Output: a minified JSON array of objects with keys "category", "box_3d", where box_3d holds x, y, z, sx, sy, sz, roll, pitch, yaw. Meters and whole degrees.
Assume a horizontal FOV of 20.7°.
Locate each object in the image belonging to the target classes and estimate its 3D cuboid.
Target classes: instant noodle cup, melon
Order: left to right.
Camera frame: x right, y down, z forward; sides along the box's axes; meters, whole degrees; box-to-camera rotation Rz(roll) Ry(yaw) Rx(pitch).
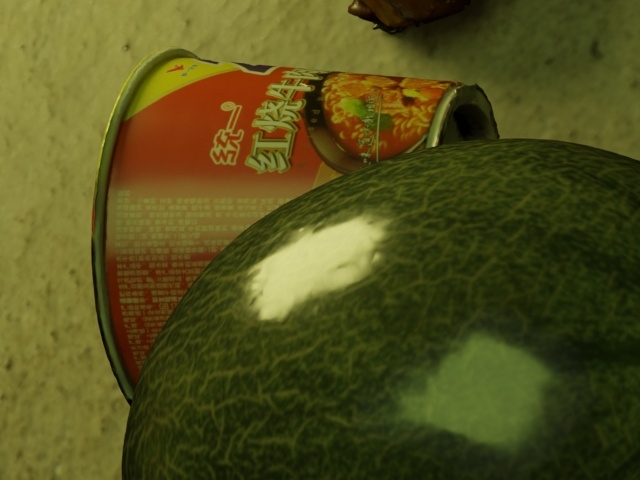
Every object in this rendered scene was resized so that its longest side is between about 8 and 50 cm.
[{"category":"instant noodle cup","box_3d":[0.000,0.000,0.926,0.174,0.213,0.213,1,74,20]},{"category":"melon","box_3d":[0.053,0.083,0.705,0.302,0.237,0.237,-29,59,47]}]

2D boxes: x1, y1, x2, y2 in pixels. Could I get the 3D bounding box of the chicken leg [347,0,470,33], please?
[{"category":"chicken leg","box_3d":[0.052,-0.267,1.048,0.113,0.093,0.304,-15,63,36]}]
